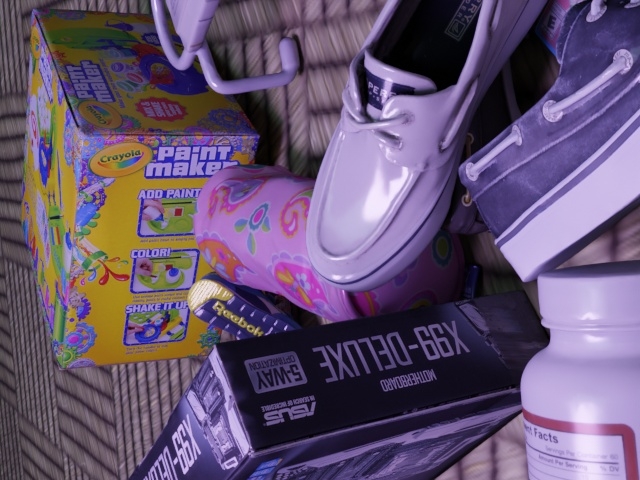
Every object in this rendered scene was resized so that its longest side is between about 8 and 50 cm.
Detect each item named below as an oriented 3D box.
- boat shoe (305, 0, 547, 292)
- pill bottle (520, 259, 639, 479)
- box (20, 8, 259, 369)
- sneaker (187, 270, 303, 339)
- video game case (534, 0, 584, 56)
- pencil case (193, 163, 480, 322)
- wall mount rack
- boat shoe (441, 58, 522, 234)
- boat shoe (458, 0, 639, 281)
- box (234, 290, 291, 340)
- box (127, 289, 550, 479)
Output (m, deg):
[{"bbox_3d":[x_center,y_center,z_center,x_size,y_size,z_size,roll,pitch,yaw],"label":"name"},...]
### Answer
[{"bbox_3d":[0.056,-0.090,0.618,0.096,0.088,0.268,38,105,28],"label":"boat shoe"},{"bbox_3d":[0.174,0.121,0.542,0.121,0.121,0.216,-2,94,60],"label":"pill bottle"},{"bbox_3d":[-0.214,-0.064,1.085,0.290,0.177,0.279,-122,37,-48],"label":"box"},{"bbox_3d":[-0.059,0.076,0.962,0.053,0.144,0.059,-49,8,17],"label":"sneaker"},{"bbox_3d":[0.191,-0.150,0.558,0.119,0.015,0.166,60,143,34],"label":"video game case"},{"bbox_3d":[0.000,0.000,0.825,0.284,0.124,0.124,13,107,58],"label":"pencil case"},{"bbox_3d":[-0.074,-0.306,0.850,0.350,0.130,0.304,137,118,-67],"label":"wall mount rack"},{"bbox_3d":[0.087,-0.114,0.692,0.081,0.068,0.228,-35,66,57],"label":"boat shoe"},{"bbox_3d":[0.168,-0.089,0.503,0.102,0.108,0.301,56,147,12],"label":"boat shoe"},{"bbox_3d":[-0.062,0.077,1.032,0.094,0.027,0.137,3,99,61],"label":"box"},{"bbox_3d":[-0.004,0.156,0.738,0.307,0.242,0.077,-54,50,49],"label":"box"}]
